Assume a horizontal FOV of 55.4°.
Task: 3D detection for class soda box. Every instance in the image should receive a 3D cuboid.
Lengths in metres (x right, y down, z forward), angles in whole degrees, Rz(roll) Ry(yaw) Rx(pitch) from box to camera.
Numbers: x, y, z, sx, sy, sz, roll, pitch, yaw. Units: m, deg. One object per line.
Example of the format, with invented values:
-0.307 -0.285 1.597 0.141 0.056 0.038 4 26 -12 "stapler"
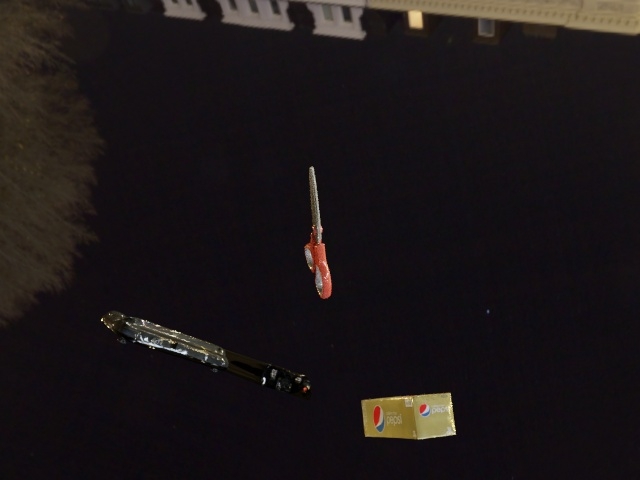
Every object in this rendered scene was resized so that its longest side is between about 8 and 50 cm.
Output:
0.125 0.262 0.908 0.062 0.181 0.058 0 -105 -20 "soda box"

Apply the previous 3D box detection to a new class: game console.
-0.192 0.187 1.002 0.213 0.361 0.043 4 -110 48 "game console"

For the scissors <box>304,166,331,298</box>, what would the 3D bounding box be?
0.000 0.000 1.034 0.021 0.297 0.108 -14 -119 -12 "scissors"
